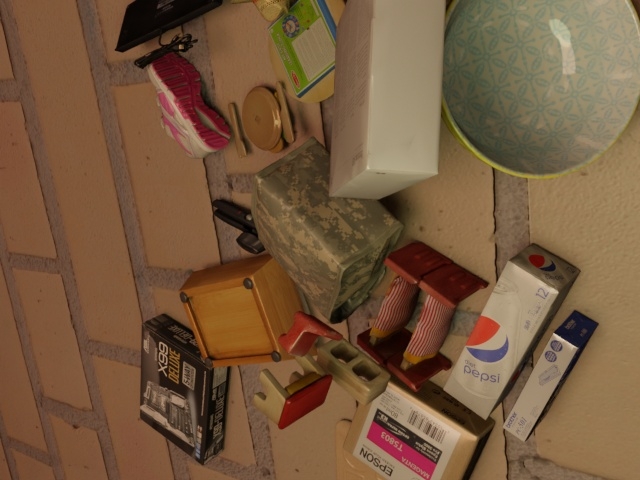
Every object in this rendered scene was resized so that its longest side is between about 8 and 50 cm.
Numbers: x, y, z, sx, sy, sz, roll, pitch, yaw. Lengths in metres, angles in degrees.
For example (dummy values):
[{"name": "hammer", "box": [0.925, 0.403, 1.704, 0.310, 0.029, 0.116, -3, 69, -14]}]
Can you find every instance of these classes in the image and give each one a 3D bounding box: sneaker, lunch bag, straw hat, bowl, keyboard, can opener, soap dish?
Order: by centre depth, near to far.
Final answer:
[{"name": "bowl", "box": [0.271, -0.233, 0.998, 0.156, 0.289, 0.290, -143, 37, -78]}, {"name": "straw hat", "box": [-0.083, -0.414, 1.257, 0.144, 0.144, 0.061, -15, 105, 41]}, {"name": "lunch bag", "box": [0.000, 0.000, 1.318, 0.235, 0.169, 0.287, 46, 154, 17]}, {"name": "keyboard", "box": [-0.303, -0.430, 1.434, 0.317, 0.033, 0.202, -8, 65, 41]}, {"name": "sneaker", "box": [-0.292, -0.271, 1.496, 0.111, 0.103, 0.252, -37, 78, 45]}, {"name": "can opener", "box": [-0.165, -0.039, 1.517, 0.186, 0.073, 0.059, 36, 135, 34]}, {"name": "soap dish", "box": [-0.162, 0.160, 1.551, 0.290, 0.118, 0.229, -13, 98, 40]}]

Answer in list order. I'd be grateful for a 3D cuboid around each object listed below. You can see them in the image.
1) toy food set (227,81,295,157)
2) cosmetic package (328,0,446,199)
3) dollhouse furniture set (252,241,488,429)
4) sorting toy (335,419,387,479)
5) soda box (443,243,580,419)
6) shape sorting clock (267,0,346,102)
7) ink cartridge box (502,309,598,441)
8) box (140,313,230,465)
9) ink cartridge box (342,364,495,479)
[{"name": "toy food set", "box": [-0.106, -0.233, 1.411, 0.192, 0.038, 0.132, -6, 99, 51]}, {"name": "cosmetic package", "box": [0.081, -0.213, 1.018, 0.097, 0.377, 0.285, 5, 89, -6]}, {"name": "dollhouse furniture set", "box": [0.087, 0.165, 1.185, 0.152, 0.374, 0.201, 35, 128, 29]}, {"name": "sorting toy", "box": [0.116, 0.493, 1.517, 0.193, 0.038, 0.208, 12, 110, 35]}, {"name": "soda box", "box": [0.306, 0.151, 1.184, 0.091, 0.098, 0.286, 35, 126, 24]}, {"name": "shape sorting clock", "box": [-0.017, -0.348, 1.283, 0.206, 0.040, 0.206, 9, 104, 39]}, {"name": "ink cartridge box", "box": [0.365, 0.218, 1.161, 0.046, 0.097, 0.207, 33, 125, 25]}, {"name": "box", "box": [-0.341, 0.368, 1.806, 0.242, 0.076, 0.308, 26, 122, 29]}, {"name": "ink cartridge box", "box": [0.178, 0.365, 1.361, 0.234, 0.088, 0.193, 28, 113, 27]}]
